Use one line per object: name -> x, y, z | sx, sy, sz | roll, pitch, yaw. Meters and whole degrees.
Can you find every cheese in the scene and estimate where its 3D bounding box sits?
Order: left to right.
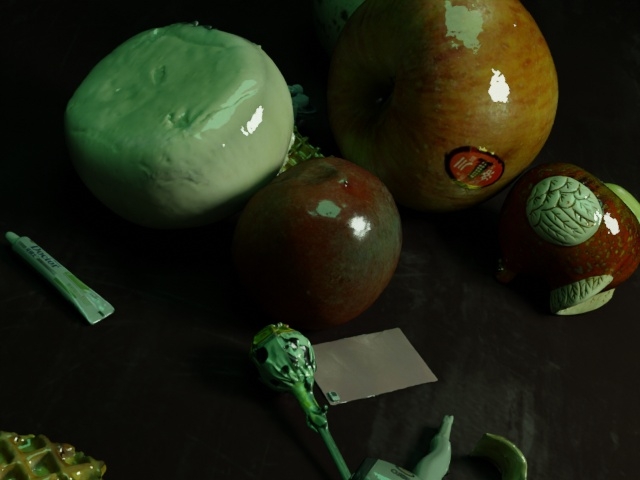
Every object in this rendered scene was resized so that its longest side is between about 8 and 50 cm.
cheese -> 0.243, 0.297, 1.526 | 0.041, 0.060, 0.084 | -12, 53, -36

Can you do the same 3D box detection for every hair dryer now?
hair dryer -> 0.175, 0.337, 1.439 | 0.229, 0.092, 0.267 | 47, 33, 20

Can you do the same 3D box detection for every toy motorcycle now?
toy motorcycle -> -0.133, -0.232, 2.004 | 0.171, 0.110, 0.260 | 30, 31, 34

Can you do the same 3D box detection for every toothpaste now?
toothpaste -> -0.367, 0.048, 1.591 | 0.197, 0.029, 0.048 | 38, 40, 19

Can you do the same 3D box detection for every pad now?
pad -> 0.067, 0.176, 1.642 | 0.187, 0.006, 0.113 | -8, 43, -32

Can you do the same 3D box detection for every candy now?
candy -> -0.007, 0.234, 1.484 | 0.091, 0.083, 0.305 | 34, 22, -55

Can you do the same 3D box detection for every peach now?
peach -> 0.000, 0.000, 1.649 | 0.252, 0.252, 0.252 | 12, 37, -9

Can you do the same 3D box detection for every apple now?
apple -> 0.207, -0.243, 1.929 | 0.333, 0.400, 0.400 | -2, 41, -38

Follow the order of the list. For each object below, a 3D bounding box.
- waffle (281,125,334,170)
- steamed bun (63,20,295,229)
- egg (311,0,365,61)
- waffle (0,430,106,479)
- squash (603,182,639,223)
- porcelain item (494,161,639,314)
waffle -> -0.007, -0.121, 1.934 | 0.160, 0.046, 0.192 | -5, 57, -27
steamed bun -> -0.210, -0.150, 1.733 | 0.334, 0.233, 0.312 | 29, 65, 38
egg -> 0.126, -0.441, 2.236 | 0.287, 0.288, 0.379 | -4, 31, -29
waffle -> -0.341, 0.308, 1.252 | 0.243, 0.059, 0.238 | 14, 39, -4
squash -> 0.581, -0.015, 2.064 | 0.083, 0.083, 0.250 | -22, 55, -43
porcelain item -> 0.388, 0.003, 1.880 | 0.253, 0.253, 0.253 | 12, 37, -9
